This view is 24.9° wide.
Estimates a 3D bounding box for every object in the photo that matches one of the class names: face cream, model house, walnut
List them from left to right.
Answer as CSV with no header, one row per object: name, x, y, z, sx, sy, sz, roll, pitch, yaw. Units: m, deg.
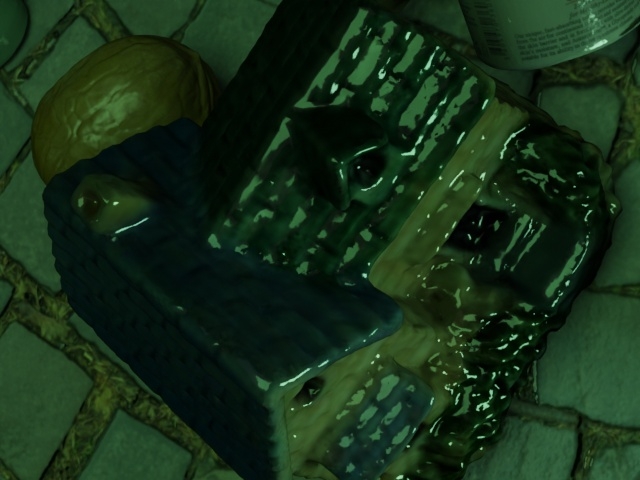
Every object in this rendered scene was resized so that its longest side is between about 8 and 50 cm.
walnut,-0.211,-0.125,1.608,0.226,0.193,0.193,-39,73,8
model house,0.000,0.000,1.374,0.395,0.400,0.445,44,103,32
face cream,0.216,-0.267,1.411,0.177,0.177,0.153,-12,117,23

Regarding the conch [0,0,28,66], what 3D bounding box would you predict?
conch,-0.465,-0.300,1.782,0.221,0.121,0.185,44,134,15

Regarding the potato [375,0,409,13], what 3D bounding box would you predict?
potato,0.065,-0.326,1.520,0.262,0.165,0.165,-37,73,14
